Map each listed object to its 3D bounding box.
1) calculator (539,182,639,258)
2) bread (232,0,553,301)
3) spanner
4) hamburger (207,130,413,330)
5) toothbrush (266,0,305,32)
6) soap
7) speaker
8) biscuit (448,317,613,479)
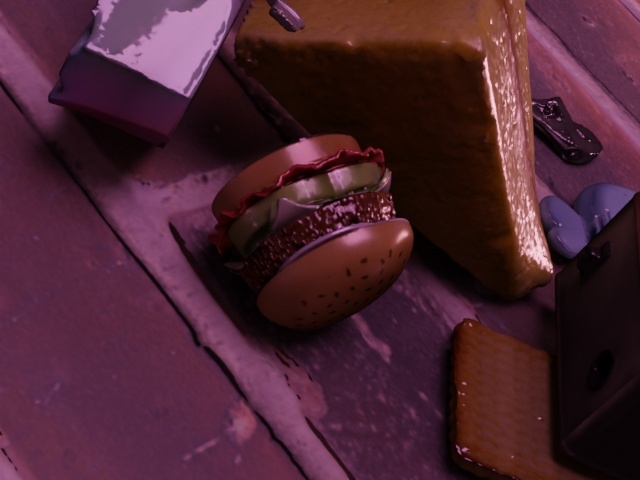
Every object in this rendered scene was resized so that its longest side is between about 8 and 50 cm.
[{"bbox_3d":[0.371,0.022,1.407,0.303,0.042,0.188,20,44,-23],"label":"calculator"},{"bbox_3d":[0.094,-0.108,1.240,0.245,0.361,0.233,0,43,18],"label":"bread"},{"bbox_3d":[0.198,-0.174,1.466,0.325,0.026,0.093,26,40,-21],"label":"spanner"},{"bbox_3d":[-0.002,0.000,1.075,0.175,0.175,0.137,-11,66,-41],"label":"hamburger"},{"bbox_3d":[-0.088,-0.238,1.052,0.194,0.014,0.017,43,42,3],"label":"toothbrush"},{"bbox_3d":[-0.135,-0.204,1.145,0.109,0.193,0.324,29,41,-8],"label":"soap"},{"bbox_3d":[0.322,0.103,1.169,0.192,0.153,0.231,26,40,-14],"label":"speaker"},{"bbox_3d":[0.224,0.179,1.166,0.254,0.029,0.172,25,41,-15],"label":"biscuit"}]
